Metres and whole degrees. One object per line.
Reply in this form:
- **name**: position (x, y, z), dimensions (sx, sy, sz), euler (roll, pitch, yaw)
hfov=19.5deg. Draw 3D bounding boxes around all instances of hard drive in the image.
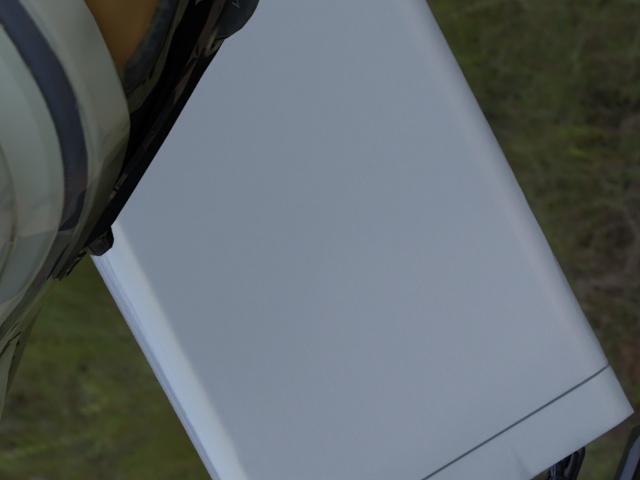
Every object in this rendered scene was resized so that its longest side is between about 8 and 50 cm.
- **hard drive**: position (0.000, 0.000, 1.044), dimensions (0.233, 0.353, 0.047), euler (-29, 6, -13)

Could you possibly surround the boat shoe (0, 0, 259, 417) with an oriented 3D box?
- **boat shoe**: position (-0.137, -0.037, 0.557), dimensions (0.156, 0.187, 0.500), euler (-55, 8, -25)

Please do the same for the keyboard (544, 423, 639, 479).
- **keyboard**: position (0.170, 0.232, 1.172), dimensions (0.033, 0.202, 0.317), euler (-14, 29, 34)
